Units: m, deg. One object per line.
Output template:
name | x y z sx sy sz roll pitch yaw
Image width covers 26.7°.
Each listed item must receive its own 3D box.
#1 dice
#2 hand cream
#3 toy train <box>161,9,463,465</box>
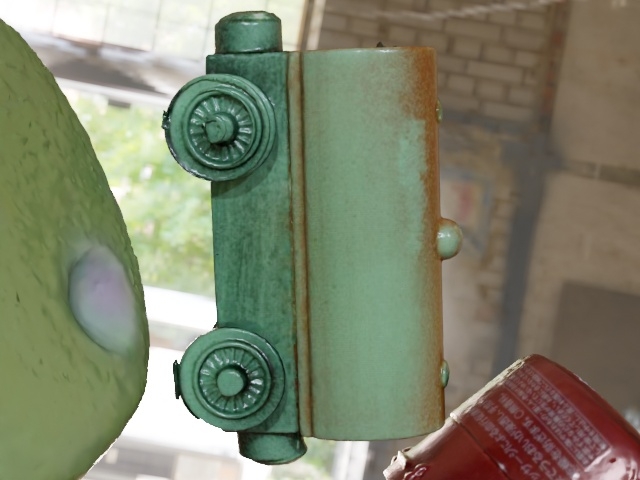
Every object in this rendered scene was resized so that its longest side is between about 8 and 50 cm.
dice | -0.249 0.030 0.652 0.252 0.250 0.254 -18 12 23
hand cream | 0.164 0.200 0.929 0.230 0.149 0.230 48 -4 4
toy train | 0.000 0.000 0.838 0.177 0.285 0.116 -1 5 7
